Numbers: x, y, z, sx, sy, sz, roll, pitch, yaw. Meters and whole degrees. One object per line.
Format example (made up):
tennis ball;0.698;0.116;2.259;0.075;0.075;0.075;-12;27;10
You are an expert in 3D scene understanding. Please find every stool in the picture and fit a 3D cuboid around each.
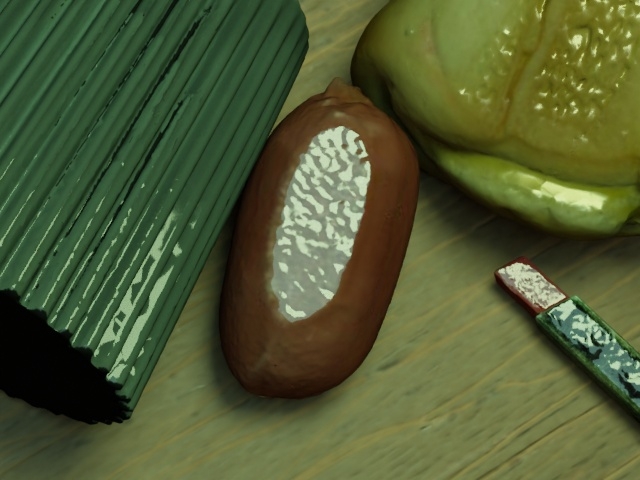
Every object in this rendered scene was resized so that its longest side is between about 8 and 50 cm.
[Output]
stool;-0.188;-0.077;1.360;0.297;0.297;0.330;30;69;0

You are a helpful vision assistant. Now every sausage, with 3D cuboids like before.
sausage;0.000;0.000;1.429;0.148;0.148;0.254;13;79;-5

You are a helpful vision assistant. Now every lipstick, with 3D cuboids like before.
lipstick;0.265;0.124;1.491;0.312;0.051;0.051;44;76;6

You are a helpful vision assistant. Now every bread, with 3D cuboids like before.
bread;0.197;-0.139;1.467;0.315;0.211;0.270;25;106;9
